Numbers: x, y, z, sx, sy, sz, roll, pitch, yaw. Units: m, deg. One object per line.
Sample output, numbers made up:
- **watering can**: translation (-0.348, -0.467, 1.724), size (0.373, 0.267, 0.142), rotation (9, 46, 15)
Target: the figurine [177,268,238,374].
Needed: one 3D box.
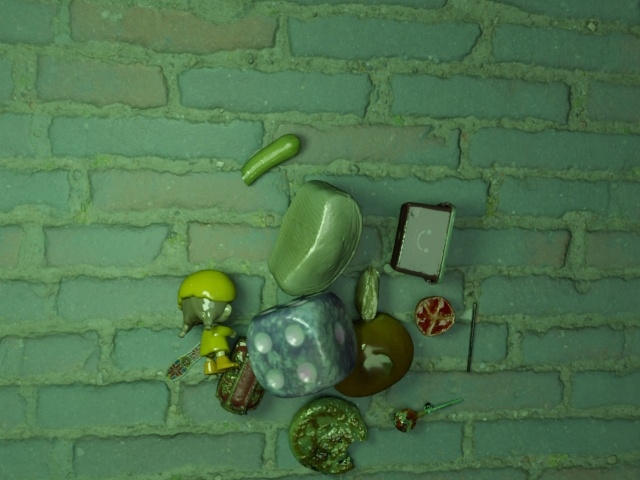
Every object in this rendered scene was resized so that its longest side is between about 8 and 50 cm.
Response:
- **figurine**: translation (-0.360, 0.264, 1.542), size (0.215, 0.187, 0.344), rotation (-23, 73, 25)

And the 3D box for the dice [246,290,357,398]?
- **dice**: translation (-0.055, 0.329, 1.492), size (0.271, 0.270, 0.271), rotation (-18, 90, 26)

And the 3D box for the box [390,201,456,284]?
- **box**: translation (0.356, -0.002, 1.644), size (0.167, 0.193, 0.294), rotation (11, 92, 2)

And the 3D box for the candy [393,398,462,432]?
- **candy**: translation (0.407, 0.643, 1.739), size (0.287, 0.084, 0.078), rotation (-14, 90, -12)

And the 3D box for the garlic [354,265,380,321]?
- **garlic**: translation (0.172, 0.188, 1.670), size (0.086, 0.101, 0.196), rotation (9, 87, -10)

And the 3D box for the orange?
- **orange**: translation (0.173, 0.413, 1.659), size (0.334, 0.196, 0.263), rotation (-24, 82, 3)

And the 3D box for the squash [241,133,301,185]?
- **squash**: translation (-0.176, -0.288, 1.621), size (0.250, 0.083, 0.083), rotation (-35, 96, -1)

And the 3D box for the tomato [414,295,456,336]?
- **tomato**: translation (0.412, 0.272, 1.716), size (0.155, 0.069, 0.156), rotation (-1, 96, -7)

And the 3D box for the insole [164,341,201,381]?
- **insole**: translation (-0.479, 0.433, 1.660), size (0.193, 0.006, 0.065), rotation (-39, 96, -3)

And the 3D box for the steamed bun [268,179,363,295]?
- **steamed bun**: translation (0.002, 0.004, 1.558), size (0.236, 0.247, 0.384), rotation (17, 104, -33)

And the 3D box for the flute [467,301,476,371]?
- **flute**: translation (0.577, 0.369, 1.767), size (0.014, 0.014, 0.270), rotation (5, 93, -6)

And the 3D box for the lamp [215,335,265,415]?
- **lamp**: translation (-0.255, 0.460, 1.610), size (0.176, 0.177, 0.274), rotation (23, 92, -7)

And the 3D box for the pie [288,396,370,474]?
- **pie**: translation (0.027, 0.715, 1.700), size (0.302, 0.067, 0.303), rotation (-1, 95, -6)
